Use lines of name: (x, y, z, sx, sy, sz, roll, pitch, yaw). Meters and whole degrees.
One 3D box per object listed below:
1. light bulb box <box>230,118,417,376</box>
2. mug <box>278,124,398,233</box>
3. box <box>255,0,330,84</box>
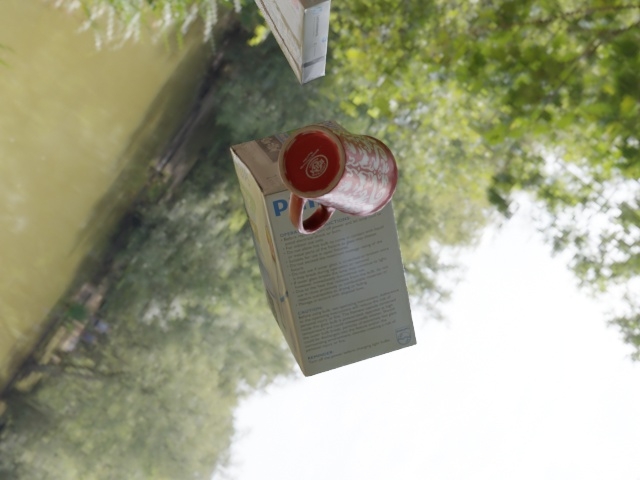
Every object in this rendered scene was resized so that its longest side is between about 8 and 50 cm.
light bulb box: (0.000, 0.000, 1.813, 0.225, 0.361, 0.358, -16, -158, -9)
mug: (0.018, -0.075, 1.253, 0.169, 0.113, 0.150, 7, 96, -67)
box: (-0.039, -0.299, 1.191, 0.038, 0.145, 0.186, -26, 164, -9)
